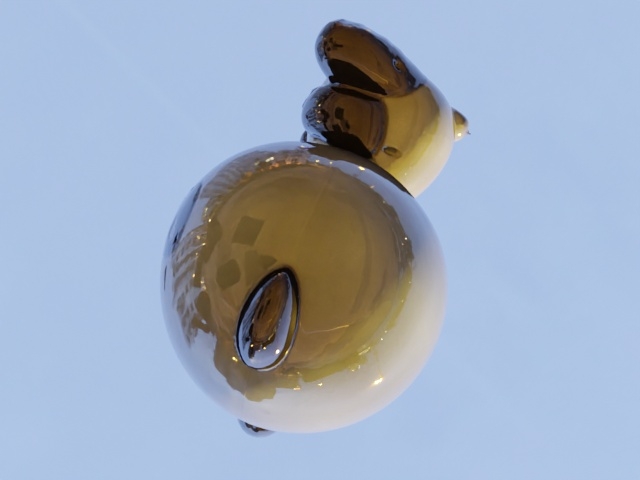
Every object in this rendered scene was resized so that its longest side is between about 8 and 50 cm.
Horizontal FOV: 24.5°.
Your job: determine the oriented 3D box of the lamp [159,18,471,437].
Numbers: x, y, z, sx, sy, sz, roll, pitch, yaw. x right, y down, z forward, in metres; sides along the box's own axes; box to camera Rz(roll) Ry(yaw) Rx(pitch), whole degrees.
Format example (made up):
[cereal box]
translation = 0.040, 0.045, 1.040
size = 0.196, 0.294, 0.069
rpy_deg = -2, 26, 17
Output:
[lamp]
translation = 0.000, 0.000, 0.914
size = 0.197, 0.198, 0.244
rpy_deg = 18, -115, 4
